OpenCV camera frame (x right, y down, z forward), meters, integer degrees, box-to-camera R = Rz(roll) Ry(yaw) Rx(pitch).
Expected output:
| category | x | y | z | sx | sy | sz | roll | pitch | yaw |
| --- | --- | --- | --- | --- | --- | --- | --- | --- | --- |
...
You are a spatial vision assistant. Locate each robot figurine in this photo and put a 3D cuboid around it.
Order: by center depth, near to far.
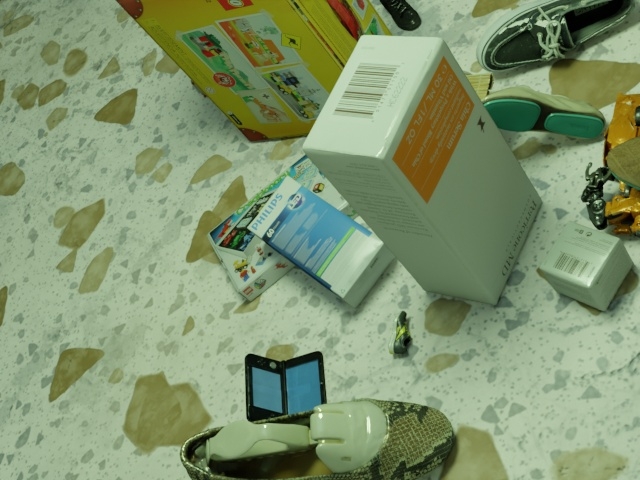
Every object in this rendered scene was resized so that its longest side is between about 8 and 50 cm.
| category | x | y | z | sx | sy | sz | roll | pitch | yaw |
| --- | --- | --- | --- | --- | --- | --- | --- | --- | --- |
| robot figurine | 0.552 | -0.124 | 1.687 | 0.211 | 0.085 | 0.291 | -2 | 58 | 34 |

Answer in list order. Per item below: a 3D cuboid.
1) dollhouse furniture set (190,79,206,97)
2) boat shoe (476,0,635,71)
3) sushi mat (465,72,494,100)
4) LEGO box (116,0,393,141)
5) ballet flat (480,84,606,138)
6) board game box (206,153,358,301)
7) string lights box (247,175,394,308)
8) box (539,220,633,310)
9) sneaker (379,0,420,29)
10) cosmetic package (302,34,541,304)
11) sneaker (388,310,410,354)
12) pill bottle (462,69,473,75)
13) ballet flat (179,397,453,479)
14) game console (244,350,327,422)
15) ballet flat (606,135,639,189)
| category | x | y | z | sx | sy | sz | roll | pitch | yaw |
| --- | --- | --- | --- | --- | --- | --- | --- | --- | --- |
| dollhouse furniture set | -0.258 | -0.446 | 2.403 | 0.129 | 0.183 | 0.129 | 0 | 60 | 34 |
| boat shoe | 0.447 | -0.397 | 1.934 | 0.306 | 0.113 | 0.105 | -21 | 35 | 10 |
| sushi mat | 0.198 | -0.237 | 1.919 | 0.316 | 0.019 | 0.151 | 8 | 79 | 53 |
| LEGO box | -0.105 | -0.431 | 2.066 | 0.372 | 0.500 | 0.193 | -3 | 58 | 32 |
| ballet flat | 0.386 | -0.234 | 1.805 | 0.086 | 0.248 | 0.086 | -170 | 90 | -75 |
| board game box | -0.075 | -0.039 | 2.078 | 0.305 | 0.053 | 0.193 | -39 | 47 | 5 |
| string lights box | 0.000 | 0.000 | 1.934 | 0.260 | 0.077 | 0.133 | 36 | 86 | 29 |
| box | 0.433 | 0.041 | 1.649 | 0.101 | 0.087 | 0.102 | 25 | 75 | 43 |
| sneaker | 0.156 | -0.535 | 2.248 | 0.051 | 0.089 | 0.170 | -38 | 45 | 6 |
| cosmetic package | 0.183 | -0.105 | 1.667 | 0.161 | 0.453 | 0.230 | 12 | 67 | 39 |
| sneaker | 0.146 | 0.166 | 1.803 | 0.035 | 0.031 | 0.083 | 6 | 66 | 22 |
| pill bottle | 0.272 | -0.226 | 1.933 | 0.112 | 0.112 | 0.186 | -28 | 48 | 16 |
| ballet flat | -0.029 | 0.345 | 1.685 | 0.483 | 0.182 | 0.164 | -14 | 51 | 26 |
| game console | -0.065 | 0.263 | 1.840 | 0.085 | 0.124 | 0.144 | -44 | 38 | 39 |
| ballet flat | 0.610 | -0.109 | 1.522 | 0.342 | 0.124 | 0.116 | 21 | 62 | 16 |
